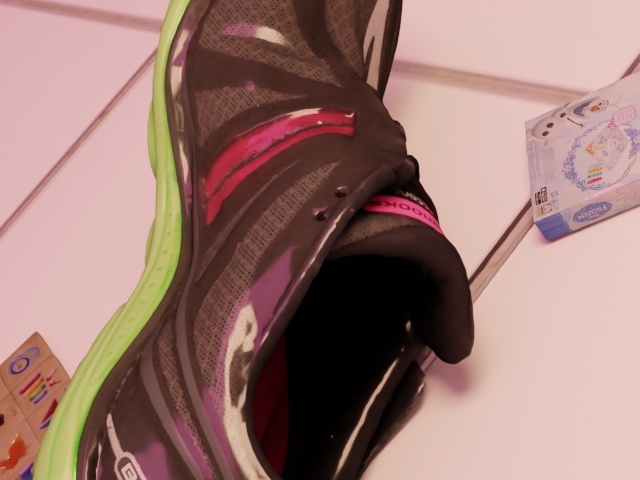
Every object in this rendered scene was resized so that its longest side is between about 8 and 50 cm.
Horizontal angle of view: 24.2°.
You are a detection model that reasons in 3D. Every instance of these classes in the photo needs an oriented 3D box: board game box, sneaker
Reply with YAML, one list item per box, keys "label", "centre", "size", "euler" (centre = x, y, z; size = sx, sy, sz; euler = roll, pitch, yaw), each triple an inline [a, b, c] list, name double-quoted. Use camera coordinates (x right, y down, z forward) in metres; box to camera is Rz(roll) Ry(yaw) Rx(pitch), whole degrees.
- label: "board game box"
  centre: [0.161, -0.051, 0.843]
  size: [0.090, 0.020, 0.090]
  euler: [-24, 38, 24]
- label: "sneaker"
  centre: [0.000, 0.000, 0.832]
  size: [0.202, 0.185, 0.483]
  euler: [-8, 56, 29]

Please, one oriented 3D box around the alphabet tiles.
- label: "alphabet tiles"
  centre: [-0.223, 0.178, 0.971]
  size: [0.198, 0.009, 0.237]
  euler: [-43, 35, -4]
